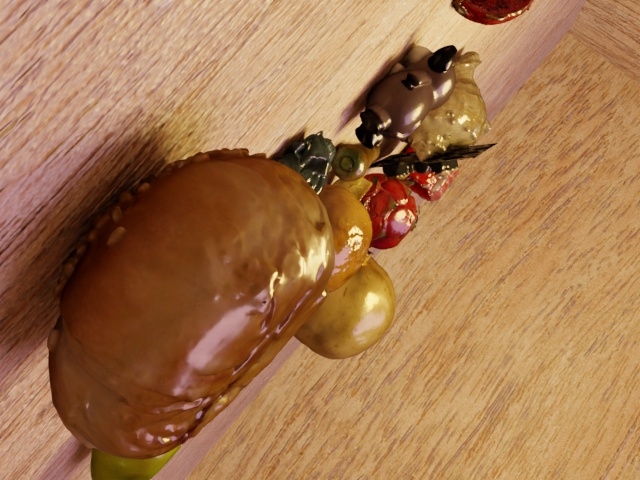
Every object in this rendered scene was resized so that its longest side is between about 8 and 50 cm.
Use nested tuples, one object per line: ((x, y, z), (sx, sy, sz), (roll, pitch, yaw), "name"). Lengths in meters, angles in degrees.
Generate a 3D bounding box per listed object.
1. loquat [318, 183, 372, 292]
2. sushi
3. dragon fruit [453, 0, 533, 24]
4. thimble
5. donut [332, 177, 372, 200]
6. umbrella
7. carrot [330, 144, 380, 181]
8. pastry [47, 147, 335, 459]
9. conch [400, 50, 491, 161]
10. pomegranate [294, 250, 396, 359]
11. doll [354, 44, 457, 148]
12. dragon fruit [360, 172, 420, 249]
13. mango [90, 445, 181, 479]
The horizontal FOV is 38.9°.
((0.000, 0.000, 1.786), (0.238, 0.193, 0.238), (-30, 156, -15), "loquat")
((0.280, -0.188, 2.268), (0.264, 0.289, 0.050), (-32, 115, -64), "sushi")
((0.346, -0.475, 1.859), (0.127, 0.120, 0.161), (-45, 175, -4), "dragon fruit")
((0.298, -0.200, 2.575), (0.125, 0.163, 0.189), (-51, -175, -4), "thimble")
((0.028, -0.074, 1.969), (0.190, 0.074, 0.174), (-49, 179, 33), "donut")
((-0.054, -0.091, 1.500), (0.143, 0.094, 0.349), (-52, 174, 34), "umbrella")
((0.089, -0.178, 1.946), (0.078, 0.078, 0.298), (-54, 174, 19), "carrot")
((-0.164, 0.067, 1.088), (0.409, 0.245, 0.409), (-46, 168, -12), "pastry")
((0.315, -0.310, 2.237), (0.324, 0.186, 0.263), (-45, -170, -23), "conch")
((0.051, 0.146, 2.382), (0.319, 0.319, 0.319), (-49, 171, -11), "pomegranate")
((0.174, -0.282, 1.773), (0.257, 0.117, 0.182), (-47, 172, -23), "doll")
((0.145, -0.071, 2.195), (0.274, 0.193, 0.192), (12, 129, -48), "dragon fruit")
((-0.353, 0.385, 1.753), (0.185, 0.149, 0.273), (-52, 180, -43), "mango")
